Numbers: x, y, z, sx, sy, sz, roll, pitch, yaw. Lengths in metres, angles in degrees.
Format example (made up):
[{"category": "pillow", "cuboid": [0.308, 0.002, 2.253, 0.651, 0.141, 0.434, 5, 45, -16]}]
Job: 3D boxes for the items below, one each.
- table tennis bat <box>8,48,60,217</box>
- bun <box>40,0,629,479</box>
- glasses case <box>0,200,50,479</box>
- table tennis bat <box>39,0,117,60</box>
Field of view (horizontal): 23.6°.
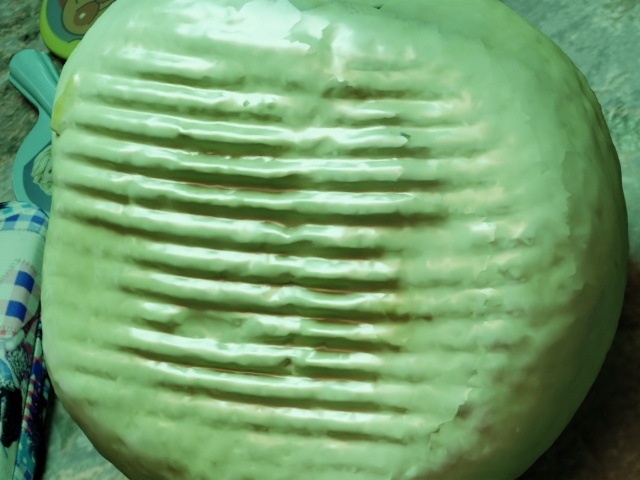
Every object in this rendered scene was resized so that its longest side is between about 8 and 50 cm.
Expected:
[{"category": "table tennis bat", "cuboid": [-0.197, -0.091, 1.241, 0.149, 0.038, 0.237, -39, 46, -3]}, {"category": "bun", "cuboid": [0.000, 0.000, 0.898, 0.361, 0.213, 0.361, 2, 95, 21]}, {"category": "glasses case", "cuboid": [-0.253, 0.103, 1.071, 0.125, 0.076, 0.327, -19, 44, 20]}, {"category": "table tennis bat", "cuboid": [-0.108, -0.225, 1.291, 0.368, 0.054, 0.224, 20, 66, 45]}]
